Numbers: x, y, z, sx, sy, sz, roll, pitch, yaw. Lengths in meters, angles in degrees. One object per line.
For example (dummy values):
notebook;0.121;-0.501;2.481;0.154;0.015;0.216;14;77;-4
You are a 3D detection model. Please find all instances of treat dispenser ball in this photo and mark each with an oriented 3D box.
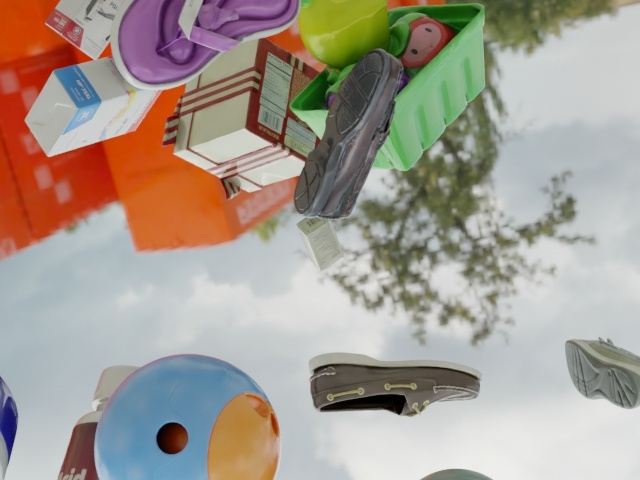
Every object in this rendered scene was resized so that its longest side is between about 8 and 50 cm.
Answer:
treat dispenser ball;-0.203;0.319;1.802;0.288;0.288;0.288;-13;-164;4

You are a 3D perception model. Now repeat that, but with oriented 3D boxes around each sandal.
sandal;-0.169;-0.373;1.880;0.102;0.169;0.416;-14;-164;46

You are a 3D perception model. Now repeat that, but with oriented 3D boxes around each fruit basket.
fruit basket;0.103;-0.362;2.178;0.283;0.392;0.392;8;-154;43

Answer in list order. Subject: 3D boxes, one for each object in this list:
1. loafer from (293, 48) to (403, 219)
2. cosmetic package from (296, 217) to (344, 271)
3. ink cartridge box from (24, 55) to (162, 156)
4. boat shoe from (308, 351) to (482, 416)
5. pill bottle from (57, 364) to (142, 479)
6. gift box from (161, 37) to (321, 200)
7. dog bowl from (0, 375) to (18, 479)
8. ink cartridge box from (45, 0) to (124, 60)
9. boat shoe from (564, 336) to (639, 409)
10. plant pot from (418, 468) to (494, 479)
loafer;0.058;-0.161;1.835;0.095;0.303;0.109;12;-149;-30
cosmetic package;0.000;0.000;2.252;0.060;0.115;0.041;-33;-131;-12
ink cartridge box;-0.341;-0.227;1.870;0.231;0.078;0.134;-25;165;-45
boat shoe;0.137;0.266;2.079;0.324;0.097;0.116;7;152;-17
pill bottle;-0.348;0.433;2.039;0.224;0.224;0.392;-5;-123;30
gift box;-0.161;-0.244;2.438;0.258;0.255;0.276;-12;-123;43
dog bowl;-0.521;0.244;1.473;0.264;0.265;0.104;-12;-145;9
ink cartridge box;-0.391;-0.396;2.014;0.056;0.099;0.135;35;-90;35
boat shoe;0.608;0.269;2.420;0.103;0.118;0.320;-10;-173;-15
plant pot;0.274;0.583;2.363;0.293;0.293;0.196;-13;-169;4
